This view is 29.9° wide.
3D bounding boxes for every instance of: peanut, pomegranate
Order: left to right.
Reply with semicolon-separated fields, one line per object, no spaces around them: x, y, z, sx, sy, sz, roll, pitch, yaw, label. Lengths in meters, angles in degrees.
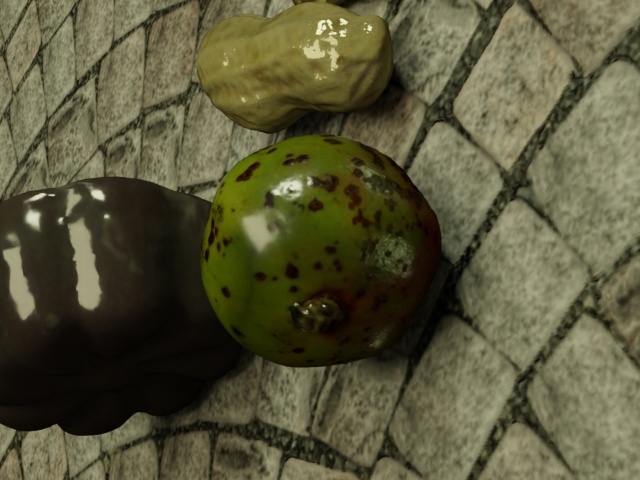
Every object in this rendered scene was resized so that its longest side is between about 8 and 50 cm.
-0.026;-0.163;1.148;0.256;0.123;0.123;8;85;51;peanut
0.000;0.011;1.007;0.246;0.198;0.198;97;-176;-86;pomegranate

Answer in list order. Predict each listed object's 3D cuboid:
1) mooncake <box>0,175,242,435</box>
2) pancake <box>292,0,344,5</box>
-0.214;0.075;1.182;0.306;0.306;0.154;-39;54;40;mooncake
0.028;-0.348;1.207;0.250;0.031;0.250;-25;57;48;pancake
